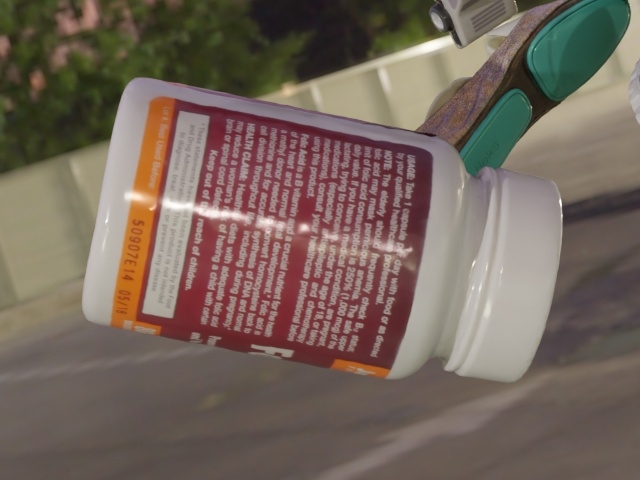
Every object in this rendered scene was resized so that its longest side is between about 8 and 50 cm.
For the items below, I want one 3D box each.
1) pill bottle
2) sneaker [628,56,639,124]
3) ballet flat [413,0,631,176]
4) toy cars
[{"bbox_3d":[0.000,0.000,1.542,0.392,0.224,0.224,11,2,-5],"label":"pill bottle"},{"bbox_3d":[0.334,-0.152,1.463,0.090,0.115,0.232,-33,27,45],"label":"sneaker"},{"bbox_3d":[0.195,-0.170,1.825,0.316,0.107,0.106,-44,41,-20],"label":"ballet flat"},{"bbox_3d":[0.182,-0.413,1.957,0.176,0.394,0.087,8,7,-23],"label":"toy cars"}]
